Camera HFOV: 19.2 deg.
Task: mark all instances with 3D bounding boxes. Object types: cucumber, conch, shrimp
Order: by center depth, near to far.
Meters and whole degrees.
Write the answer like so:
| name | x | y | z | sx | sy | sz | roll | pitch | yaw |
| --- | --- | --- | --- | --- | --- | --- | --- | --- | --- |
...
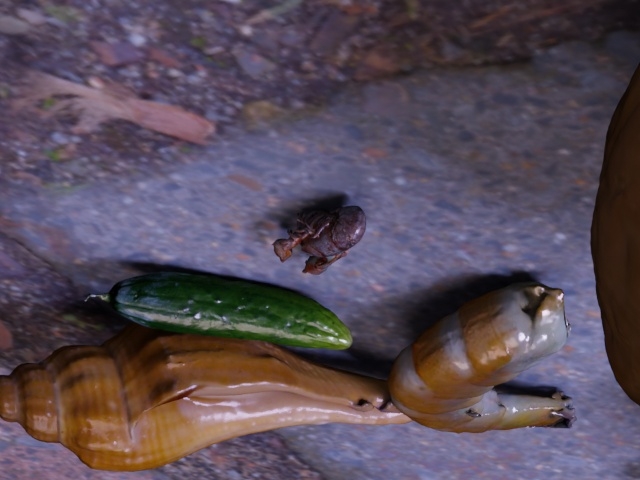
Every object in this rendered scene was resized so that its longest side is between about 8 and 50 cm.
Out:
| name | x | y | z | sx | sy | sz | roll | pitch | yaw |
| --- | --- | --- | --- | --- | --- | --- | --- | --- | --- |
| shrimp | -0.004 | 0.000 | 1.096 | 0.038 | 0.029 | 0.092 | 17 | 153 | -14 |
| cucumber | -0.062 | 0.042 | 1.175 | 0.168 | 0.039 | 0.039 | 9 | 150 | -3 |
| shrimp | 0.128 | 0.085 | 1.183 | 0.166 | 0.049 | 0.161 | 21 | 139 | -38 |
| conch | -0.063 | 0.092 | 1.229 | 0.330 | 0.093 | 0.109 | -4 | 135 | -18 |

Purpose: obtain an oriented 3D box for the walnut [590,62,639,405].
| name | x | y | z | sx | sy | sz | roll | pitch | yaw |
| --- | --- | --- | --- | --- | --- | --- | --- | --- | --- |
| walnut | 0.259 | 0.015 | 0.818 | 0.252 | 0.277 | 0.313 | -27 | 143 | -11 |
